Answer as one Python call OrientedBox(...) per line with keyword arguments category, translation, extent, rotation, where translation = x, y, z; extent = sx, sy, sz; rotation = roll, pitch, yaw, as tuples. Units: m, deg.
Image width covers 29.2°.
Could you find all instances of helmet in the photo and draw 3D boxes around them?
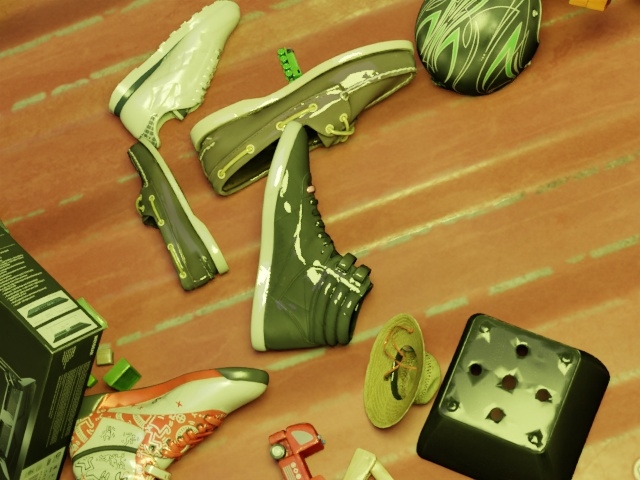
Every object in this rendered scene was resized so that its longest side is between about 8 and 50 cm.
OrientedBox(category="helmet", translation=(0.205, -0.279, 1.605), extent=(0.169, 0.161, 0.169), rotation=(-3, 69, 9))

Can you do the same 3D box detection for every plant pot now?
OrientedBox(category="plant pot", translation=(0.223, 0.184, 1.430), extent=(0.187, 0.167, 0.188), rotation=(21, 74, 16))

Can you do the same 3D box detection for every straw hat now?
OrientedBox(category="straw hat", translation=(0.114, 0.166, 1.509), extent=(0.061, 0.144, 0.144), rotation=(18, 69, -26))

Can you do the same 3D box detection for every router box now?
OrientedBox(category="router box", translation=(-0.399, 0.148, 1.496), extent=(0.243, 0.309, 0.081), rotation=(41, 41, 21))

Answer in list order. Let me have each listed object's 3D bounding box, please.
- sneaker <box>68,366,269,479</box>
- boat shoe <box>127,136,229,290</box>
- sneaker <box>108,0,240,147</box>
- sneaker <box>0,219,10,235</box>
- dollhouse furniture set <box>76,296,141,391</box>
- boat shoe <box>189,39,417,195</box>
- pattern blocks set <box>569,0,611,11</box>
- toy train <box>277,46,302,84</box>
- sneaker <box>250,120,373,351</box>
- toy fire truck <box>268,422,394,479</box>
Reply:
OrientedBox(category="sneaker", translation=(-0.184, 0.250, 1.523), extent=(0.270, 0.090, 0.145), rotation=(-13, 69, 9))
OrientedBox(category="boat shoe", translation=(-0.206, -0.038, 1.636), extent=(0.068, 0.081, 0.228), rotation=(-31, 70, -6))
OrientedBox(category="sneaker", translation=(-0.185, -0.235, 1.714), extent=(0.095, 0.090, 0.235), rotation=(42, 86, 8))
OrientedBox(category="sneaker", translation=(-0.430, 0.038, 1.668), extent=(0.098, 0.083, 0.224), rotation=(3, 62, -21))
OrientedBox(category="dollhouse furniture set", translation=(-0.304, 0.137, 1.602), extent=(0.076, 0.058, 0.151), rotation=(-45, 69, -8))
OrientedBox(category="boat shoe", translation=(-0.012, -0.163, 1.632), extent=(0.324, 0.116, 0.097), rotation=(-23, 72, 6))
OrientedBox(category="pattern blocks set", translation=(0.273, -0.369, 1.585), extent=(0.325, 0.026, 0.285), rotation=(-16, 43, -42))
OrientedBox(category="toy train", translation=(-0.039, -0.236, 1.714), extent=(0.023, 0.017, 0.083), rotation=(-16, 67, -6))
OrientedBox(category="sneaker", translation=(0.000, 0.000, 1.554), extent=(0.147, 0.104, 0.296), rotation=(6, 92, 8))
OrientedBox(category="toy fire truck", translation=(0.030, 0.297, 1.487), extent=(0.135, 0.047, 0.192), rotation=(-25, 67, 0))
